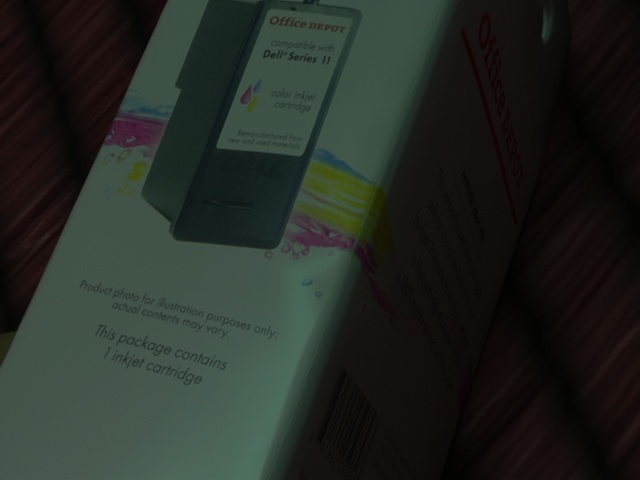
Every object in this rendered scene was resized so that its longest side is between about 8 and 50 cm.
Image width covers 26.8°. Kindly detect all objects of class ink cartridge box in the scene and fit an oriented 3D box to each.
[{"bbox_3d":[0.000,0.000,0.568,0.119,0.207,0.353,13,68,21],"label":"ink cartridge box"}]

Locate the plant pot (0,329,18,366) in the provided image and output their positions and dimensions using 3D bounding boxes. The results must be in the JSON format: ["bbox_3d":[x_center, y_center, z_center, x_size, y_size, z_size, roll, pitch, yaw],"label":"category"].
[{"bbox_3d":[-0.201,0.125,0.609,0.236,0.032,0.236,-24,23,11],"label":"plant pot"}]
